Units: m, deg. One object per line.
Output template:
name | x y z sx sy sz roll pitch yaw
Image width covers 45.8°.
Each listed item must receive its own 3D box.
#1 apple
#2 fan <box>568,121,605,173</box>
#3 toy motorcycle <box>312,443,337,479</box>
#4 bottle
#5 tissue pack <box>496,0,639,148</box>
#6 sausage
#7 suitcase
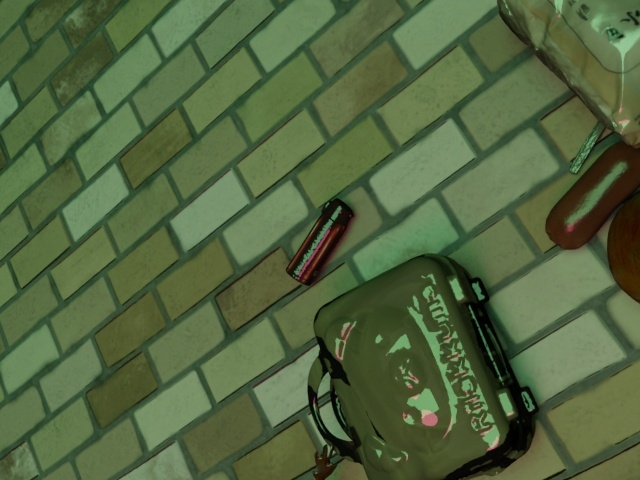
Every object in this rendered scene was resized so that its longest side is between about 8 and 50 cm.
apple | 0.505 0.012 1.067 0.195 0.160 0.173 12 69 23
fan | 0.468 -0.272 1.183 0.294 0.012 0.223 -33 70 21
toy motorcycle | -0.001 0.534 1.254 0.207 0.134 0.401 12 116 27
bottle | 0.000 0.000 1.385 0.060 0.060 0.164 38 102 26
tissue pack | 0.478 -0.360 1.076 0.375 0.195 0.390 -35 67 13
sausage | 0.421 -0.069 1.155 0.077 0.077 0.194 47 108 24
suitcase | 0.132 0.229 1.213 0.339 0.194 0.352 -29 72 26
